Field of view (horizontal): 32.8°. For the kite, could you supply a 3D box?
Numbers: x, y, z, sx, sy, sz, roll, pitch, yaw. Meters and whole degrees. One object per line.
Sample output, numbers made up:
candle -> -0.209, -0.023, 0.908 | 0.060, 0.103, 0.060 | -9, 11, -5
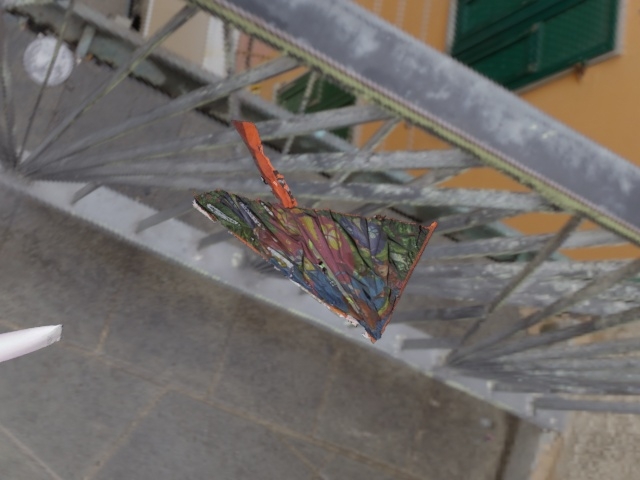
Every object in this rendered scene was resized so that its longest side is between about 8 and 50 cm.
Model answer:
kite -> 0.000, 0.000, 0.646 | 0.009, 0.232, 0.189 | -50, 127, -24

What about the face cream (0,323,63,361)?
face cream -> -0.239, 0.079, 0.774 | 0.115, 0.038, 0.020 | -15, 72, -21
